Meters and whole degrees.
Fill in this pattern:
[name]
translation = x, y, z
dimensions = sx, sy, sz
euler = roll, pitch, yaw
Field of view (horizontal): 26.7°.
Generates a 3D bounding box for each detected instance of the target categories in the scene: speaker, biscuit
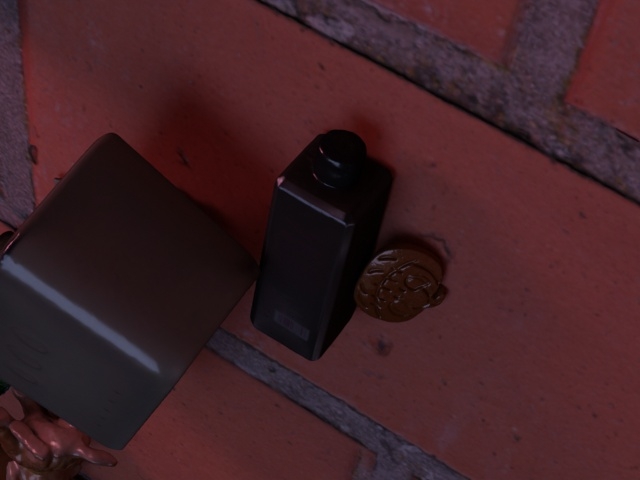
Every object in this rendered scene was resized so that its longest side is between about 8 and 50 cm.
[speaker]
translation = -0.202, 0.068, 1.302
dimensions = 0.184, 0.183, 0.406
euler = 38, 157, -1
[biscuit]
translation = 0.073, 0.041, 1.191
dimensions = 0.078, 0.015, 0.091
euler = 19, 131, -7

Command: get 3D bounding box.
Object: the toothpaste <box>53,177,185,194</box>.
[toothpaste]
translation = -0.204, -0.044, 1.365
dimensions = 0.197, 0.029, 0.048
euler = 2, 128, 44

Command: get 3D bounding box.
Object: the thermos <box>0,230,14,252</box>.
[thermos]
translation = -0.305, 0.076, 1.535
dimensions = 0.187, 0.073, 0.083
euler = 38, 142, 5

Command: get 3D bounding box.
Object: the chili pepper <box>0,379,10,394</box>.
[chili pepper]
translation = -0.429, 0.131, 1.709
dimensions = 0.098, 0.061, 0.224
euler = 16, 135, -1

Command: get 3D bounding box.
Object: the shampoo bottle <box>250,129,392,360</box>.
[shampoo bottle]
translation = 0.000, 0.000, 1.185
dimensions = 0.080, 0.079, 0.246
euler = 30, 142, 13

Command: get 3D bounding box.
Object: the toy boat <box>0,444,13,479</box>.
[toy boat]
translation = -0.357, 0.423, 1.875
dimensions = 0.445, 0.136, 0.162
euler = 27, 136, 17

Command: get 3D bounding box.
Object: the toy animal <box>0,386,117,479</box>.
[toy animal]
translation = -0.341, 0.292, 1.759
dimensions = 0.184, 0.104, 0.185
euler = 29, 138, 18
